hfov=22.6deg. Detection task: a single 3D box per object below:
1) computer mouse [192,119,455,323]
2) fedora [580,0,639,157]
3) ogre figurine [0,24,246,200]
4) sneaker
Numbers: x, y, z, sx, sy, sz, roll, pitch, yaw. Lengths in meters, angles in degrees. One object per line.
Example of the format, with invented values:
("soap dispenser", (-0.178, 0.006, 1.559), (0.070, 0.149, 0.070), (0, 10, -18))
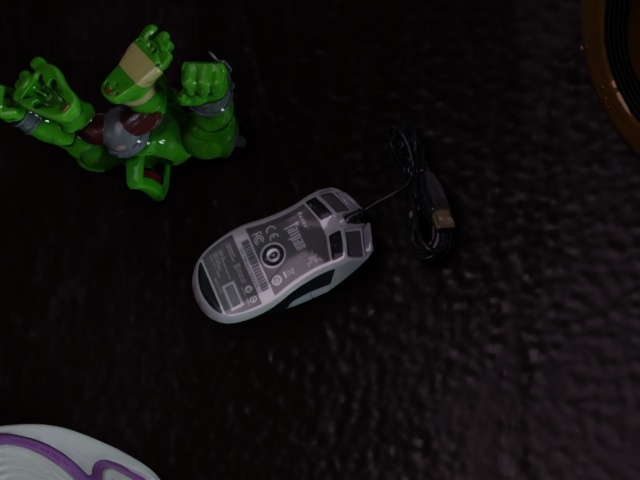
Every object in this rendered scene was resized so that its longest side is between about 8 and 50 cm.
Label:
("computer mouse", (0.000, 0.000, 1.132), (0.193, 0.042, 0.106), (-26, 66, 6))
("fedora", (0.245, -0.133, 1.023), (0.079, 0.194, 0.194), (-19, 56, -26))
("ogre figurine", (-0.143, -0.090, 1.185), (0.197, 0.118, 0.096), (-22, 59, 13))
("sneaker", (-0.258, 0.206, 1.126), (0.305, 0.152, 0.114), (-9, 70, -5))
